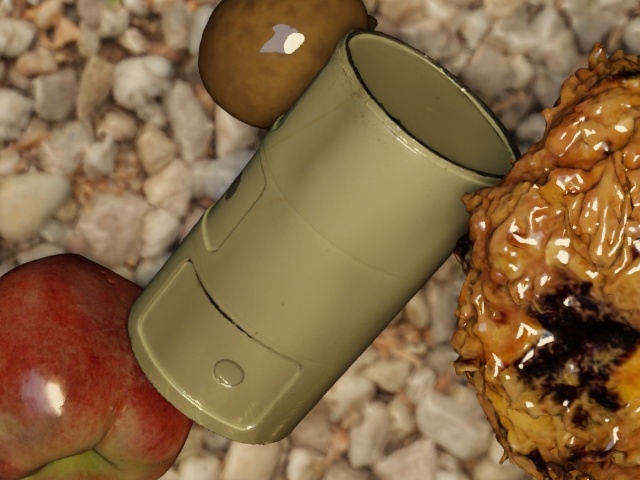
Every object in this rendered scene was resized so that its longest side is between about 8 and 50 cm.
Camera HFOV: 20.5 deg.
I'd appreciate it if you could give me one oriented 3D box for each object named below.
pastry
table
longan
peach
[{"bbox_3d":[0.198,0.033,0.924,0.193,0.275,0.274,13,95,45],"label":"pastry"},{"bbox_3d":[0.000,0.000,1.010,0.126,0.126,0.220,44,116,10],"label":"table"},{"bbox_3d":[-0.018,-0.115,1.052,0.113,0.113,0.092,-27,81,13],"label":"longan"},{"bbox_3d":[-0.153,0.077,1.074,0.152,0.152,0.152,0,91,14],"label":"peach"}]
